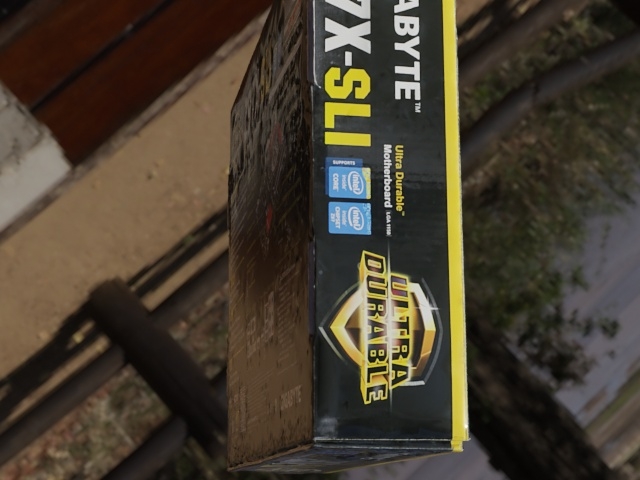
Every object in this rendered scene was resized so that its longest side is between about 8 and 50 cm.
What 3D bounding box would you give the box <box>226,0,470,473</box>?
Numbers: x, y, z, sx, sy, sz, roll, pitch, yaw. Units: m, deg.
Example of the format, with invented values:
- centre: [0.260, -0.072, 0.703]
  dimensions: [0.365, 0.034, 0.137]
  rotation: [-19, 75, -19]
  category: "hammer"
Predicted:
- centre: [0.000, 0.000, 0.697]
  dimensions: [0.079, 0.257, 0.322]
  rotation: [4, 166, -11]
  category: "box"
